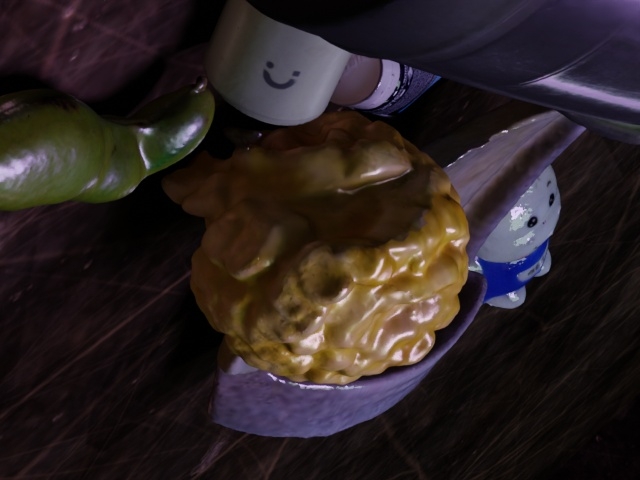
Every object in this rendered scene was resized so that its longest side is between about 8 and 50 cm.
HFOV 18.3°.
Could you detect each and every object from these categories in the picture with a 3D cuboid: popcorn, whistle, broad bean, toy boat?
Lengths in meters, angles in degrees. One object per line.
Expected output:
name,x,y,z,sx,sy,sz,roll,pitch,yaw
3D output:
popcorn,0.000,0.000,1.146,0.180,0.180,0.170,-33,120,-37
whistle,0.140,-0.004,1.586,0.110,0.092,0.244,-50,164,-27
broad bean,-0.125,-0.044,0.961,0.213,0.048,0.070,-20,150,-55
toy boat,0.035,0.022,1.368,0.276,0.111,0.293,-26,152,-29

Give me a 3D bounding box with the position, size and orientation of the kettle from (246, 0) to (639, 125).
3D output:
kettle,0.141,-0.194,0.852,0.324,0.321,0.228,16,155,-38

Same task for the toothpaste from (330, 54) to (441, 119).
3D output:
toothpaste,0.044,-0.101,1.247,0.071,0.045,0.193,-42,169,16

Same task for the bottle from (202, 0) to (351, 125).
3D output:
bottle,0.004,-0.152,0.988,0.072,0.072,0.201,-30,156,-43

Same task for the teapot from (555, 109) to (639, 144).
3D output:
teapot,0.206,-0.198,1.178,0.270,0.200,0.337,-23,156,-25
